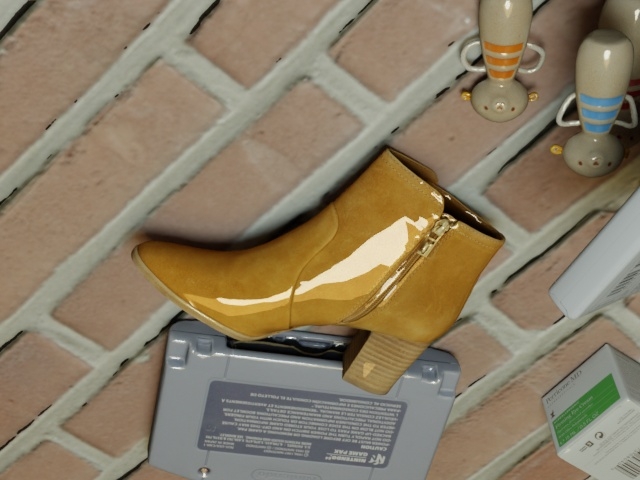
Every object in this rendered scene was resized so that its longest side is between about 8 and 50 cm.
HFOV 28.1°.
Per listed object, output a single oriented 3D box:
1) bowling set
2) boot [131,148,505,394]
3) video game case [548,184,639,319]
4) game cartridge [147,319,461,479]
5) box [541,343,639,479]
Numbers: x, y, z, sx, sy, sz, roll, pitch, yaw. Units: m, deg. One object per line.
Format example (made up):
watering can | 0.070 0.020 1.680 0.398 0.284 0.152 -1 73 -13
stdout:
bowling set | 0.257 -0.102 1.026 0.287 0.200 0.154 2 127 4
boot | 0.001 0.001 1.159 0.295 0.104 0.211 26 109 -15
video game case | 0.353 -0.083 0.959 0.300 0.036 0.329 -17 151 -40
game cartridge | -0.022 0.181 1.305 0.294 0.060 0.196 8 122 -10
box | 0.302 0.182 1.307 0.102 0.087 0.101 32 118 -23
